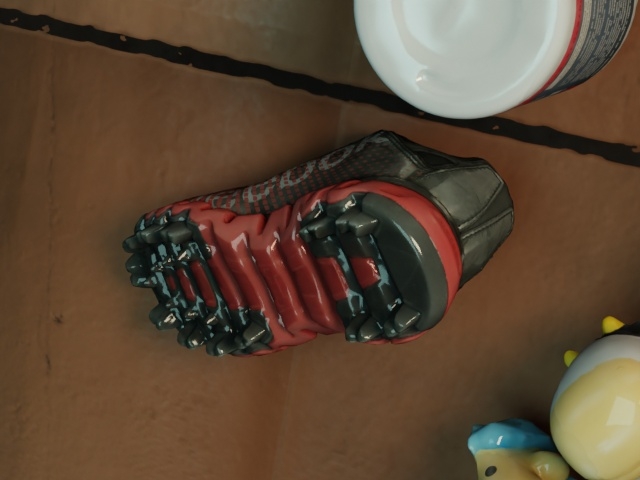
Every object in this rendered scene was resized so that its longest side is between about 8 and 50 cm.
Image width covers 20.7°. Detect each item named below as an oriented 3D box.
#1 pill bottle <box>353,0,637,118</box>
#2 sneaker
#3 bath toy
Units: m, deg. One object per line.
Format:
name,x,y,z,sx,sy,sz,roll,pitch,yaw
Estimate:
pill bottle,0.099,-0.123,0.878,0.108,0.180,0.108,5,102,25
sneaker,0.000,0.000,0.999,0.276,0.135,0.098,-7,111,49
bath toy,0.233,0.051,0.886,0.348,0.151,0.129,-41,46,25
